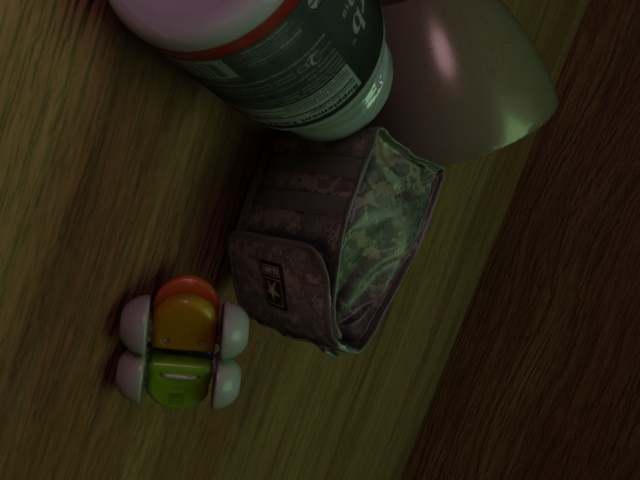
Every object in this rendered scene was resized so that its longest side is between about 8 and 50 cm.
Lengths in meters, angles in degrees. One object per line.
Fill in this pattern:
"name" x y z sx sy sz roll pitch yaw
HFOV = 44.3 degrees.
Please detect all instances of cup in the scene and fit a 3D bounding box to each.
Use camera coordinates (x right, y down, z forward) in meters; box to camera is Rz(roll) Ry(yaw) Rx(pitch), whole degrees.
"cup" 0.187 -0.288 1.258 0.331 0.331 0.237 -45 123 -42

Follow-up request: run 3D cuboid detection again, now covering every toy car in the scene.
"toy car" -0.179 0.129 1.029 0.136 0.159 0.182 -103 -159 -61

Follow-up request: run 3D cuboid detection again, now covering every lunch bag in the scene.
"lunch bag" 0.000 0.000 1.071 0.169 0.235 0.287 25 81 -38

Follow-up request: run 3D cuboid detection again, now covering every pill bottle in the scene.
"pill bottle" -0.050 -0.239 0.838 0.210 0.210 0.363 -66 158 -1
